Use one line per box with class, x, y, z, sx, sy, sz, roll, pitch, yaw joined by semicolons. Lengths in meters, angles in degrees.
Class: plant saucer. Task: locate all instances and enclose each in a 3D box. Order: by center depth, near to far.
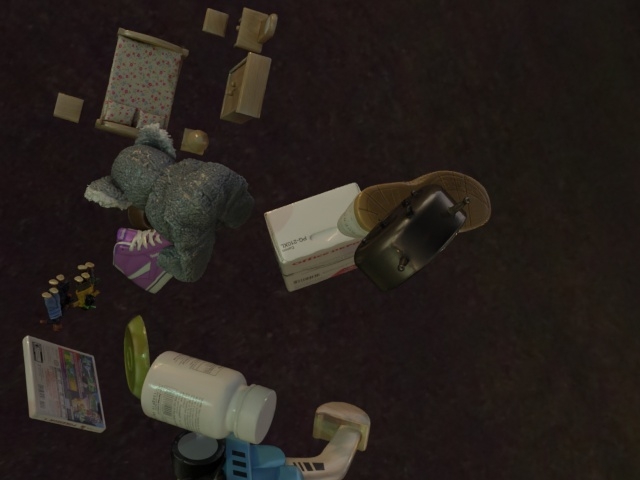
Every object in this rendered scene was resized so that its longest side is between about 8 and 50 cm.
plant saucer;-0.333;-0.087;1.527;0.029;0.168;0.168;37;31;22
plant saucer;-0.518;0.331;2.015;0.037;0.241;0.241;-2;73;-24

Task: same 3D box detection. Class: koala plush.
koala plush;-0.247;-0.082;1.162;0.221;0.203;0.196;34;70;11

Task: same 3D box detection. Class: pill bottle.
pill bottle;-0.207;0.299;1.353;0.131;0.229;0.131;14;90;-75

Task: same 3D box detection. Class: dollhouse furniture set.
dollhouse furniture set;-0.287;-0.339;1.355;0.355;0.174;0.303;13;89;-20

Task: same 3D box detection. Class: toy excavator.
toy excavator;-0.089;0.506;1.493;0.445;0.222;0.433;4;24;-10

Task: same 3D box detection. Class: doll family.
doll family;-0.599;0.141;1.728;0.193;0.076;0.111;-27;136;-40

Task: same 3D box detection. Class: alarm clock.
alarm clock;0.091;-0.004;0.816;0.064;0.192;0.129;46;77;-1

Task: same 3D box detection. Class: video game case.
video game case;-0.563;0.316;1.578;0.183;0.023;0.201;32;24;-47

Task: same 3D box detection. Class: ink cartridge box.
ink cartridge box;0.000;0.000;1.306;0.237;0.172;0.100;89;-19;-75

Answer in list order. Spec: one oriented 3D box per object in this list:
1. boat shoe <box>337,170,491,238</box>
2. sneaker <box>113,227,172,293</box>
boat shoe;0.148;-0.049;1.138;0.277;0.096;0.098;-4;77;-32
sneaker;-0.380;0.004;1.652;0.161;0.282;0.102;37;31;-18
